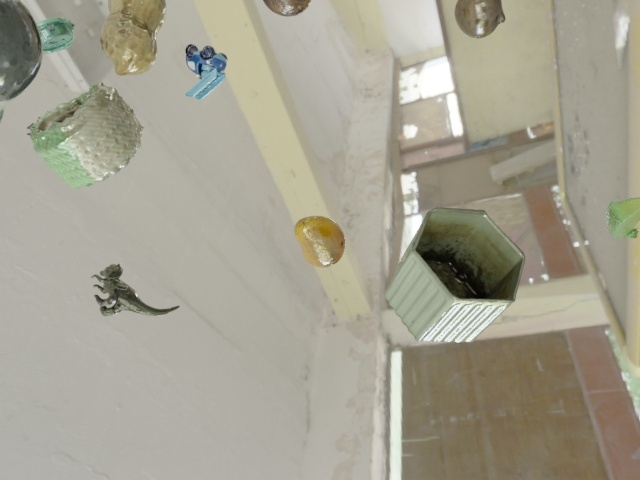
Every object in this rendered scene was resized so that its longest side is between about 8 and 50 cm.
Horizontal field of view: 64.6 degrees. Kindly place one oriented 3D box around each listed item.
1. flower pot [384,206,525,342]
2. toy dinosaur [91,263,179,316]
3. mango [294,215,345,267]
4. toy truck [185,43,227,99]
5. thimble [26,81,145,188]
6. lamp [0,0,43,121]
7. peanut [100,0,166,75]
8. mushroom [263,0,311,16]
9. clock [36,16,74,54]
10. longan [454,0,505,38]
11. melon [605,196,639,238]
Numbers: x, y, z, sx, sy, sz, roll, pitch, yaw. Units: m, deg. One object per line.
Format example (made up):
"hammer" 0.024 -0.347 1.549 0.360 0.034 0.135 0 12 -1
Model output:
"flower pot" 0.262 0.073 1.014 0.239 0.209 0.189 -59 -7 -37
"toy dinosaur" -0.463 0.112 1.249 0.187 0.179 0.087 61 155 23
"mango" 0.003 -0.001 1.270 0.178 0.115 0.090 69 177 -46
"toy truck" -0.207 -0.295 0.897 0.056 0.073 0.090 -1 -75 -66
"thimble" -0.507 -0.231 1.107 0.219 0.219 0.150 -81 -29 -45
"lamp" -0.544 -0.283 0.814 0.314 0.182 0.182 149 118 -62
"peanut" -0.398 -0.465 1.087 0.120 0.136 0.298 23 -130 -39
"mushroom" -0.124 -0.946 1.872 0.231 0.138 0.194 27 -100 -31
"clock" -0.595 -0.456 1.121 0.101 0.135 0.041 -34 -75 -36
"longan" 0.350 -0.500 1.110 0.092 0.113 0.113 -59 -43 -42
"melon" 0.727 -0.053 1.191 0.262 0.114 0.053 21 -147 -55
